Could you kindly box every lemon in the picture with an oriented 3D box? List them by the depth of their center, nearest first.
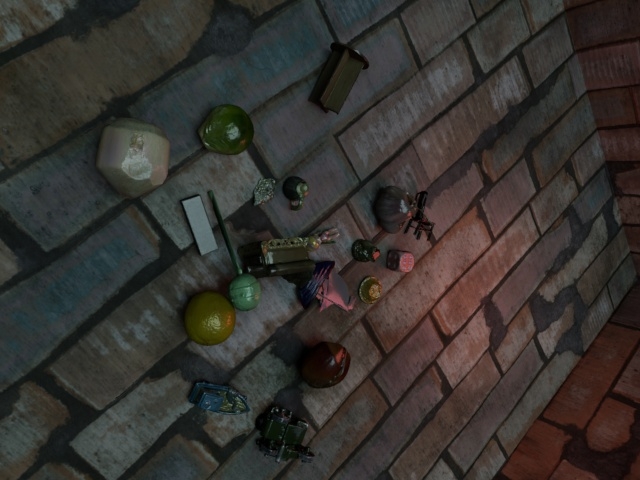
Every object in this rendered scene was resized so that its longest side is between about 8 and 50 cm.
[{"bbox_3d":[-0.381,0.265,1.629,0.178,0.178,0.203,19,57,-33],"label":"lemon"}]

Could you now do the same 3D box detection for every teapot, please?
[{"bbox_3d":[-0.081,-0.183,1.800,0.092,0.091,0.124,-27,110,-25],"label":"teapot"}]

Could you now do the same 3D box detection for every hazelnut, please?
[{"bbox_3d":[0.025,0.514,1.920,0.212,0.181,0.181,34,59,-41],"label":"hazelnut"}]

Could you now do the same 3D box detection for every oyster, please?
[{"bbox_3d":[-0.208,-0.183,1.752,0.098,0.037,0.100,-10,102,-31],"label":"oyster"}]

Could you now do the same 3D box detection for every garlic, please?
[{"bbox_3d":[0.368,-0.128,2.041,0.256,0.207,0.207,19,86,4],"label":"garlic"}]

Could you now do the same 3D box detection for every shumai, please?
[{"bbox_3d":[0.203,0.050,2.015,0.123,0.087,0.099,10,93,-31],"label":"shumai"}]

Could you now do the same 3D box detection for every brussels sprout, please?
[{"bbox_3d":[-0.315,-0.368,1.598,0.180,0.144,0.161,-35,137,1],"label":"brussels sprout"}]

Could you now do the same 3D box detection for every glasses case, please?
[{"bbox_3d":[-0.419,-0.053,1.633,0.070,0.047,0.205,-23,109,-23],"label":"glasses case"}]

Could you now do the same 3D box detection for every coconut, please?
[{"bbox_3d":[-0.561,-0.241,1.422,0.224,0.224,0.234,10,80,-33],"label":"coconut"}]

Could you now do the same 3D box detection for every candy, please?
[{"bbox_3d":[-0.310,0.031,1.631,0.119,0.119,0.440,-16,85,-29],"label":"candy"}]

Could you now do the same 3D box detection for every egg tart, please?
[{"bbox_3d":[0.228,0.223,2.080,0.128,0.049,0.129,-5,100,-30],"label":"egg tart"}]

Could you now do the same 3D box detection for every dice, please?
[{"bbox_3d":[0.361,0.092,2.117,0.094,0.091,0.093,1,96,-31],"label":"dice"}]

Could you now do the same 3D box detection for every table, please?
[{"bbox_3d":[0.062,-0.609,1.803,0.167,0.167,0.227,27,92,-32],"label":"table"}]

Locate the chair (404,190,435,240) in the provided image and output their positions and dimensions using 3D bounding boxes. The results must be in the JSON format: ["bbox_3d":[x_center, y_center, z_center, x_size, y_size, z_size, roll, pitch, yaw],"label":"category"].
[{"bbox_3d":[0.474,-0.113,2.166,0.101,0.084,0.213,22,85,-29],"label":"chair"}]

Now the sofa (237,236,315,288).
[{"bbox_3d":[-0.163,0.093,1.695,0.200,0.258,0.182,-4,85,-32],"label":"sofa"}]

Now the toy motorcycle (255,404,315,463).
[{"bbox_3d":[-0.135,0.783,1.897,0.275,0.127,0.205,23,84,-26],"label":"toy motorcycle"}]

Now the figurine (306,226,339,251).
[{"bbox_3d":[0.000,0.000,1.901,0.187,0.083,0.083,-29,112,-39],"label":"figurine"}]

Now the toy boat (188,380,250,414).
[{"bbox_3d":[-0.361,0.591,1.735,0.238,0.098,0.109,28,85,-32],"label":"toy boat"}]

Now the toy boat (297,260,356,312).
[{"bbox_3d":[0.048,0.193,1.954,0.318,0.072,0.219,9,95,-36],"label":"toy boat"}]
